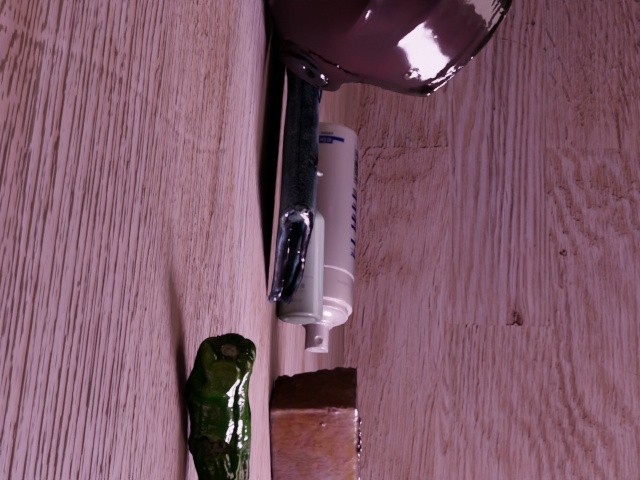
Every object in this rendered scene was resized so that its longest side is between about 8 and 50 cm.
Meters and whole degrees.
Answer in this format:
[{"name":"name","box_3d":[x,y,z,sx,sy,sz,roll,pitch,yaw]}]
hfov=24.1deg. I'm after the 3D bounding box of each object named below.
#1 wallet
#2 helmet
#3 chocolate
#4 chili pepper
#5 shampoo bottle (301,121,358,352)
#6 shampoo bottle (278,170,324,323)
[{"name":"wallet","box_3d":[-0.026,-0.127,1.720,0.191,0.046,0.379,98,-5,-54]},{"name":"helmet","box_3d":[0.044,-0.287,1.568,0.225,0.305,0.177,-63,144,-21]},{"name":"chocolate","box_3d":[-0.002,0.315,1.799,0.112,0.111,0.321,-85,173,-65]},{"name":"chili pepper","box_3d":[-0.075,0.153,1.082,0.073,0.050,0.182,-110,-157,-80]},{"name":"shampoo bottle","box_3d":[0.000,0.000,1.921,0.092,0.092,0.303,83,10,-65]},{"name":"shampoo bottle","box_3d":[-0.023,0.003,1.834,0.056,0.056,0.195,79,11,-73]}]
